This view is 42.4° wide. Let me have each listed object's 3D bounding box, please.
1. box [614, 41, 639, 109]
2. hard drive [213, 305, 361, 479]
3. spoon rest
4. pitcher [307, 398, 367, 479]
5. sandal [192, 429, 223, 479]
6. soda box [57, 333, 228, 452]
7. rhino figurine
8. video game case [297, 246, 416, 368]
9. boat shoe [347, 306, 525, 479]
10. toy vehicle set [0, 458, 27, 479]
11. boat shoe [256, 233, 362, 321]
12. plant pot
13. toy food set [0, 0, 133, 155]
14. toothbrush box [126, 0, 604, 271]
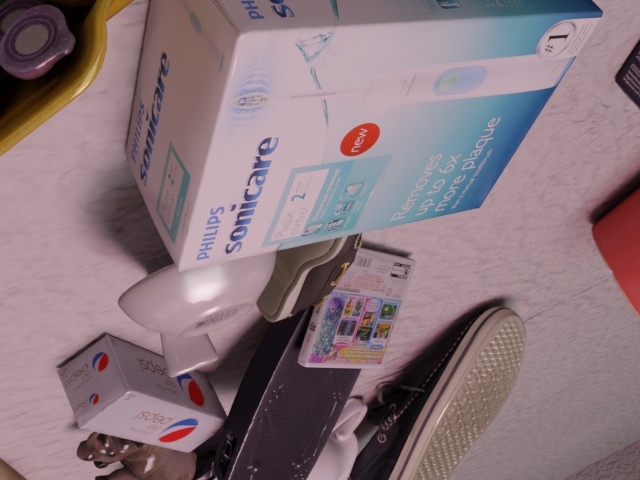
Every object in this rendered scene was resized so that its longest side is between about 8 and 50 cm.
[{"bbox_3d":[0.431,-0.209,0.879,0.156,0.093,0.158,-14,147,-28],"label":"box"},{"bbox_3d":[-0.028,0.180,1.003,0.172,0.054,0.255,15,102,-52],"label":"hard drive"},{"bbox_3d":[-0.117,0.053,0.745,0.137,0.084,0.276,-20,165,-21],"label":"spoon rest"},{"bbox_3d":[-0.013,0.332,1.291,0.207,0.125,0.178,0,120,-58],"label":"pitcher"},{"bbox_3d":[-0.206,0.352,1.188,0.254,0.054,0.097,-39,150,13],"label":"sandal"},{"bbox_3d":[-0.188,0.175,0.915,0.069,0.074,0.216,-36,151,7],"label":"soda box"},{"bbox_3d":[-0.227,0.266,1.021,0.106,0.073,0.243,-25,149,-2],"label":"rhino figurine"},{"bbox_3d":[0.046,0.080,0.968,0.157,0.019,0.143,13,97,-53],"label":"video game case"},{"bbox_3d":[0.163,0.304,1.365,0.186,0.156,0.500,6,119,-44],"label":"boat shoe"},{"bbox_3d":[-0.471,0.341,0.947,0.266,0.035,0.166,-24,150,-12],"label":"toy vehicle set"},{"bbox_3d":[0.000,0.000,0.822,0.068,0.081,0.228,-13,153,-34],"label":"boat shoe"},{"bbox_3d":[0.538,0.004,1.158,0.243,0.275,0.275,-34,152,22],"label":"plant pot"},{"bbox_3d":[-0.191,-0.105,0.452,0.218,0.128,0.071,-34,130,14],"label":"toy food set"},{"bbox_3d":[0.023,-0.114,0.617,0.295,0.126,0.216,-10,145,-30],"label":"toothbrush box"}]
